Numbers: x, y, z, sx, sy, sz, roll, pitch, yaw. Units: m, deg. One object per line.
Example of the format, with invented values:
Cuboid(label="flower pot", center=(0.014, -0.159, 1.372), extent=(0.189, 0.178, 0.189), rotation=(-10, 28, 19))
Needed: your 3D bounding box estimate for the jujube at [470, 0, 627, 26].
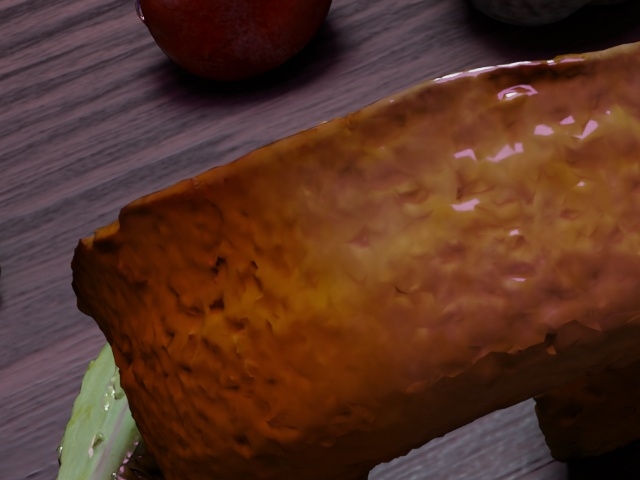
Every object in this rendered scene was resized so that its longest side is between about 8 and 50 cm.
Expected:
Cuboid(label="jujube", center=(0.179, -0.324, 1.458), extent=(0.215, 0.308, 0.246), rotation=(-7, 36, 5))

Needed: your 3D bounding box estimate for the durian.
Cuboid(label="durian", center=(-0.089, 0.111, 1.127), extent=(0.132, 0.107, 0.375), rotation=(-17, 31, 30))

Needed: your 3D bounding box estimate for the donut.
Cuboid(label="donut", center=(0.104, 0.031, 0.971), extent=(0.435, 0.377, 0.163), rotation=(-8, 73, -22))

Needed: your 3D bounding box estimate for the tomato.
Cuboid(label="tomato", center=(-0.065, -0.223, 1.501), extent=(0.151, 0.187, 0.187), rotation=(35, 53, 15))
